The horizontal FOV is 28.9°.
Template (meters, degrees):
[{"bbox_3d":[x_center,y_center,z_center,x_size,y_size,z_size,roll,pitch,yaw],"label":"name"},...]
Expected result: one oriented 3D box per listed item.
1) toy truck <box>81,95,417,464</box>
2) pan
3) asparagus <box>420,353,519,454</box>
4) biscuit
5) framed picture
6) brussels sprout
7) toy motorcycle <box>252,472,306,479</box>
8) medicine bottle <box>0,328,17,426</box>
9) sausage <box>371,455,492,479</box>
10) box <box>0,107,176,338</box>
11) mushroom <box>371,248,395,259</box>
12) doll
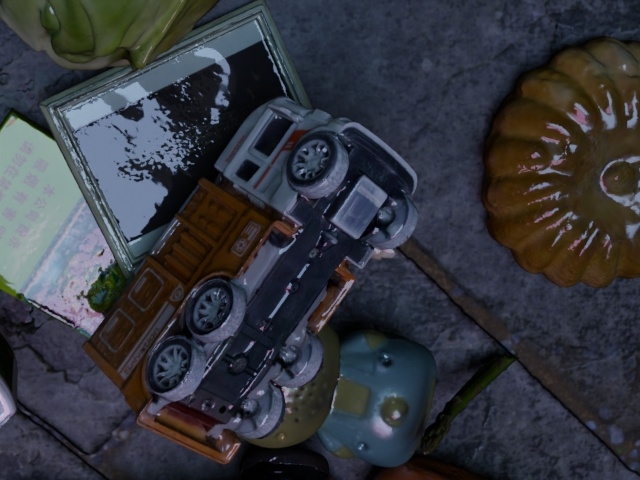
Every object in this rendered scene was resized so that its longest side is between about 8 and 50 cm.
[{"bbox_3d":[-0.080,0.029,1.373,0.387,0.207,0.173,-55,136,-1],"label":"toy truck"},{"bbox_3d":[-0.009,0.303,1.594,0.212,0.115,0.040,29,55,-36],"label":"pan"},{"bbox_3d":[0.184,0.200,1.569,0.236,0.034,0.027,-38,115,-41],"label":"asparagus"},{"bbox_3d":[0.360,-0.088,1.556,0.325,0.107,0.326,-4,106,-15],"label":"biscuit"},{"bbox_3d":[-0.144,-0.119,1.442,0.293,0.018,0.231,-28,104,-13],"label":"framed picture"},{"bbox_3d":[-0.189,-0.334,1.266,0.247,0.328,0.328,45,92,5],"label":"brussels sprout"},{"bbox_3d":[-0.190,0.412,1.533,0.410,0.169,0.237,-3,99,-3],"label":"toy motorcycle"},{"bbox_3d":[-0.391,0.132,1.378,0.078,0.219,0.115,-44,109,1],"label":"medicine bottle"},{"bbox_3d":[0.181,0.363,1.624,0.258,0.133,0.133,25,98,-18],"label":"sausage"},{"bbox_3d":[-0.267,0.011,1.466,0.335,0.047,0.187,32,95,-20],"label":"box"},{"bbox_3d":[0.000,0.000,1.521,0.187,0.060,0.061,3,99,-19],"label":"mushroom"},{"bbox_3d":[-0.001,0.175,1.509,0.260,0.161,0.177,17,93,-15],"label":"doll"}]
